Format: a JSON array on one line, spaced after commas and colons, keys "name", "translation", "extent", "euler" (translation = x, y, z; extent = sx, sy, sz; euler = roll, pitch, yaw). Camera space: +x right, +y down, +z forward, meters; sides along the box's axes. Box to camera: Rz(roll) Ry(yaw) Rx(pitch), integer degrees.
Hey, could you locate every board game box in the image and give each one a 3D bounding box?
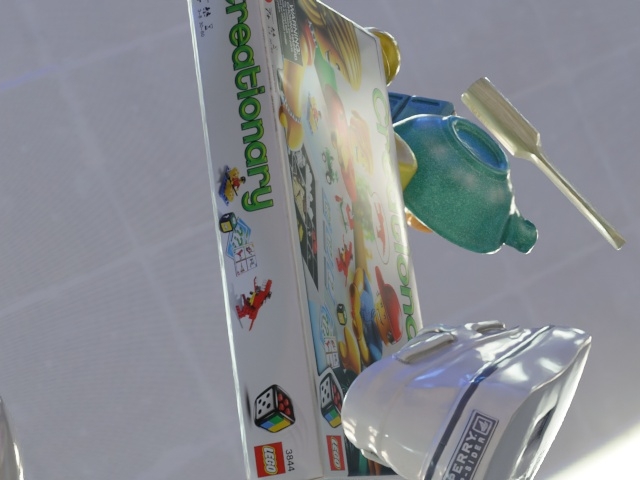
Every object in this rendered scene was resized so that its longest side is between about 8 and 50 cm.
[{"name": "board game box", "translation": [0.000, 0.000, 0.995], "extent": [0.193, 0.053, 0.305], "euler": [16, -116, -65]}]

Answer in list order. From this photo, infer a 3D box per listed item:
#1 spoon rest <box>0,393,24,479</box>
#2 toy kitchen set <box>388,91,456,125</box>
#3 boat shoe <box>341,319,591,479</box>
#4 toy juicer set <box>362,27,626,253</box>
[{"name": "spoon rest", "translation": [-0.204, 0.189, 0.759], "extent": [0.084, 0.137, 0.276], "euler": [26, -122, -41]}, {"name": "toy kitchen set", "translation": [0.029, -0.111, 1.497], "extent": [0.207, 0.122, 0.166], "euler": [-56, -33, -39]}, {"name": "boat shoe", "translation": [0.078, 0.075, 0.820], "extent": [0.084, 0.258, 0.095], "euler": [25, -86, 16]}, {"name": "toy juicer set", "translation": [0.083, -0.072, 1.283], "extent": [0.329, 0.089, 0.209], "euler": [11, -141, -46]}]
